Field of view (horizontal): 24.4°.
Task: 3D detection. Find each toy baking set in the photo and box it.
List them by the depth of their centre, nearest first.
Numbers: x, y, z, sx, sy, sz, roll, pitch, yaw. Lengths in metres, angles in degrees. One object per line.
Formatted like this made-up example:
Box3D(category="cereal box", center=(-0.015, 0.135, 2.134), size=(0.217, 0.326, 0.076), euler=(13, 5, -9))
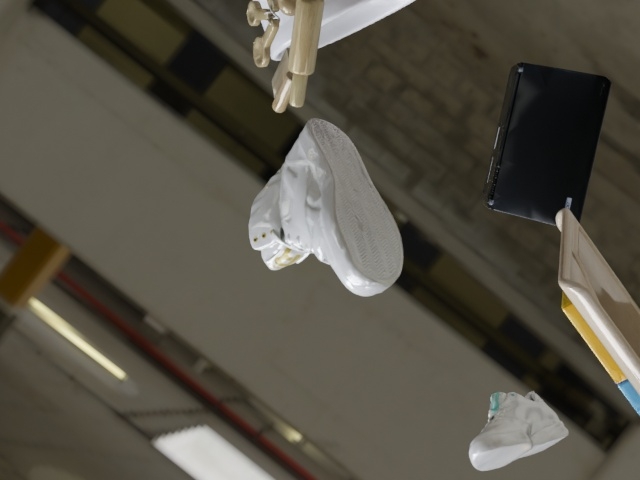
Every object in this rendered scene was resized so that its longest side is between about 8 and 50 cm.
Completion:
Box3D(category="toy baking set", center=(-0.044, -0.272, 1.630), size=(0.030, 0.256, 0.197), euler=(-4, -148, -25))

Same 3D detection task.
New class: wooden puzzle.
Box3D(category="wooden puzzle", center=(0.314, 0.092, 1.582), size=(0.221, 0.044, 0.238), euler=(53, -163, -12))

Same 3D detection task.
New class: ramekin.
Box3D(category="ramekin", center=(0.030, -0.366, 2.024), size=(0.135, 0.277, 0.277), euler=(64, 179, -1))

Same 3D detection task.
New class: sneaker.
Box3D(category="sneaker", center=(0.000, 0.000, 1.853), size=(0.108, 0.169, 0.292), euler=(21, -147, -31))
Box3D(category="sneaker", center=(0.247, 0.245, 1.973), size=(0.212, 0.080, 0.094), euler=(-1, -120, -56))

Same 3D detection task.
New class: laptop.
Box3D(category="laptop", center=(0.346, -0.151, 2.307), size=(0.137, 0.234, 0.264), euler=(13, -175, 2))
